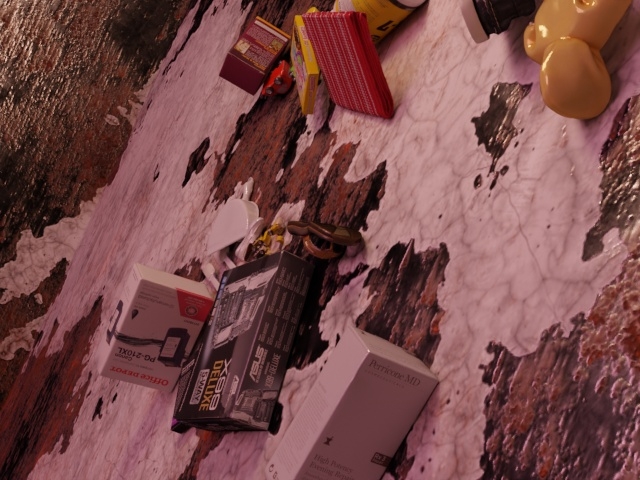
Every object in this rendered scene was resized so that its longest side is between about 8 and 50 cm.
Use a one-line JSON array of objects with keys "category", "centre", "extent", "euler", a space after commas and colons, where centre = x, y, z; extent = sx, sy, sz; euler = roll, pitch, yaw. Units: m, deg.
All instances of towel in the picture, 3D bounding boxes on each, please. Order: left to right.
[{"category": "towel", "centre": [0.049, -0.331, 1.582], "extent": [0.031, 0.199, 0.275], "euler": [-25, 21, -12]}]

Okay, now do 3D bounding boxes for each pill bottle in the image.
[{"category": "pill bottle", "centre": [0.100, -0.448, 1.637], "extent": [0.208, 0.119, 0.119], "euler": [-33, 38, 49]}]

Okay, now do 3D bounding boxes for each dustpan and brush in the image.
[{"category": "dustpan and brush", "centre": [-0.182, -0.065, 1.912], "extent": [0.147, 0.060, 0.211], "euler": [-26, 49, 38]}]

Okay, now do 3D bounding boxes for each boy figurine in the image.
[{"category": "boy figurine", "centre": [0.326, -0.278, 1.056], "extent": [0.177, 0.092, 0.285], "euler": [-29, 42, 51]}]

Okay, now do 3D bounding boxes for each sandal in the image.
[{"category": "sandal", "centre": [0.000, 0.000, 1.442], "extent": [0.219, 0.090, 0.060], "euler": [9, 91, 63]}]

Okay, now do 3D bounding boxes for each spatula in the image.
[{"category": "spatula", "centre": [-0.227, 0.102, 1.875], "extent": [0.168, 0.019, 0.242], "euler": [-59, 28, 7]}]

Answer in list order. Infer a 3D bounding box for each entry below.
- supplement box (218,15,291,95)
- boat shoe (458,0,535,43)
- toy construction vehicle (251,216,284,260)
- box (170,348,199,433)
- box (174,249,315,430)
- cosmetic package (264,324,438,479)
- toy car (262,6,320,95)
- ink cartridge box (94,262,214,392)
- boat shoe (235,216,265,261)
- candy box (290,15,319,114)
[{"category": "supplement box", "centre": [-0.161, -0.457, 2.110], "extent": [0.081, 0.104, 0.188], "euler": [-56, 5, 46]}, {"category": "boat shoe", "centre": [0.273, -0.415, 1.271], "extent": [0.113, 0.127, 0.340], "euler": [-17, 30, 25]}, {"category": "toy construction vehicle", "centre": [-0.101, 0.007, 1.702], "extent": [0.098, 0.035, 0.086], "euler": [-45, 19, 30]}, {"category": "box", "centre": [-0.251, 0.293, 1.716], "extent": [0.116, 0.029, 0.162], "euler": [-41, 34, 40]}, {"category": "box", "centre": [-0.138, 0.187, 1.535], "extent": [0.242, 0.076, 0.307], "euler": [-19, 49, 57]}, {"category": "cosmetic package", "centre": [0.037, 0.239, 1.092], "extent": [0.231, 0.117, 0.085], "euler": [-61, 25, 9]}, {"category": "toy car", "centre": [-0.044, -0.404, 1.960], "extent": [0.239, 0.053, 0.225], "euler": [-56, 26, 18]}, {"category": "ink cartridge box", "centre": [-0.360, 0.191, 1.837], "extent": [0.237, 0.172, 0.100], "euler": [-65, 27, 11]}, {"category": "boat shoe", "centre": [-0.140, 0.000, 1.785], "extent": [0.035, 0.035, 0.100], "euler": [37, 97, 38]}, {"category": "candy box", "centre": [-0.034, -0.369, 1.785], "extent": [0.105, 0.027, 0.206], "euler": [98, 166, -47]}]
